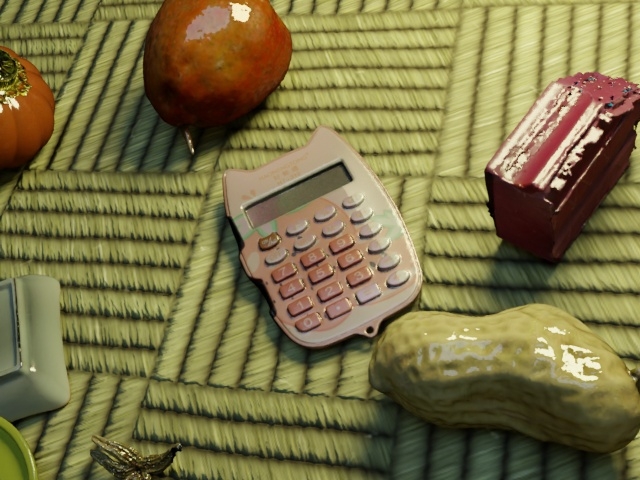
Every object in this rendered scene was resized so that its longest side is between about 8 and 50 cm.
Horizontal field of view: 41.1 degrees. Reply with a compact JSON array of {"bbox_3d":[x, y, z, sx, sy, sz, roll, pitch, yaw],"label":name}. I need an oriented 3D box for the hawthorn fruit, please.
[{"bbox_3d":[-0.167,-0.255,1.269,0.211,0.210,0.262,17,75,25],"label":"hawthorn fruit"}]

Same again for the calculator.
[{"bbox_3d":[0.000,0.000,1.143,0.220,0.048,0.329,-25,57,-3],"label":"calculator"}]

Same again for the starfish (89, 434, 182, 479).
[{"bbox_3d":[-0.212,0.276,1.015,0.130,0.041,0.133,-27,60,8],"label":"starfish"}]

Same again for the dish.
[{"bbox_3d":[-0.427,0.138,1.145,0.151,0.077,0.212,-19,55,2],"label":"dish"}]

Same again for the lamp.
[{"bbox_3d":[-0.527,-0.208,1.330,0.223,0.196,0.223,17,47,-19],"label":"lamp"}]

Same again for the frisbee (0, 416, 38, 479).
[{"bbox_3d":[-0.449,0.323,1.041,0.236,0.017,0.235,-5,67,12],"label":"frisbee"}]

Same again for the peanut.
[{"bbox_3d":[0.205,0.141,0.938,0.291,0.143,0.159,5,25,24],"label":"peanut"}]

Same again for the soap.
[{"bbox_3d":[0.315,-0.106,1.059,0.099,0.162,0.250,27,66,35],"label":"soap"}]
